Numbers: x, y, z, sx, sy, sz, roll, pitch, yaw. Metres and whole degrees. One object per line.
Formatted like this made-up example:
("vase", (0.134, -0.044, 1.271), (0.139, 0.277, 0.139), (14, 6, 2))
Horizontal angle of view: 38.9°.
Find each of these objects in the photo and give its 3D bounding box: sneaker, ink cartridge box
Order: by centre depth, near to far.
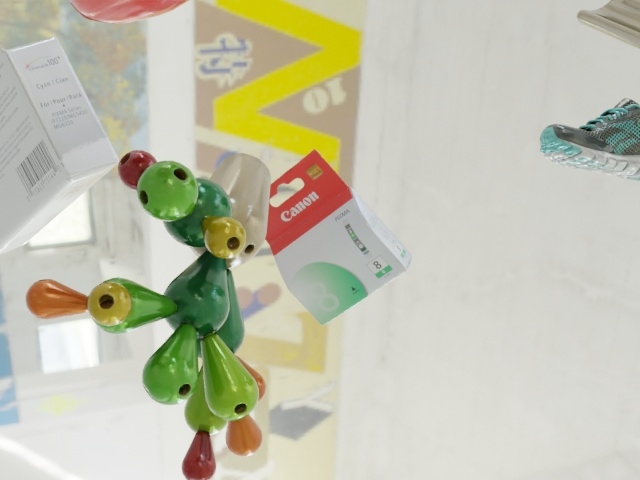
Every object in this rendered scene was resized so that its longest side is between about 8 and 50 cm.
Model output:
("sneaker", (0.284, -0.103, 0.886), (0.065, 0.167, 0.076), (4, -93, 63))
("ink cartridge box", (-0.353, -0.138, 0.958), (0.296, 0.066, 0.261), (-26, -87, 50))
("ink cartridge box", (0.000, 0.000, 1.378), (0.181, 0.224, 0.056), (-36, -165, 30))

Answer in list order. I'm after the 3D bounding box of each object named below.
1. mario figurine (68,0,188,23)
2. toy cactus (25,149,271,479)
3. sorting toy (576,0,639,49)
("mario figurine", (-0.093, -0.225, 0.306), (0.170, 0.198, 0.320), (22, -49, 18))
("toy cactus", (-0.073, 0.022, 0.524), (0.180, 0.112, 0.219), (-75, 158, -44))
("sorting toy", (0.312, -0.178, 0.569), (0.041, 0.229, 0.307), (49, 10, -21))
